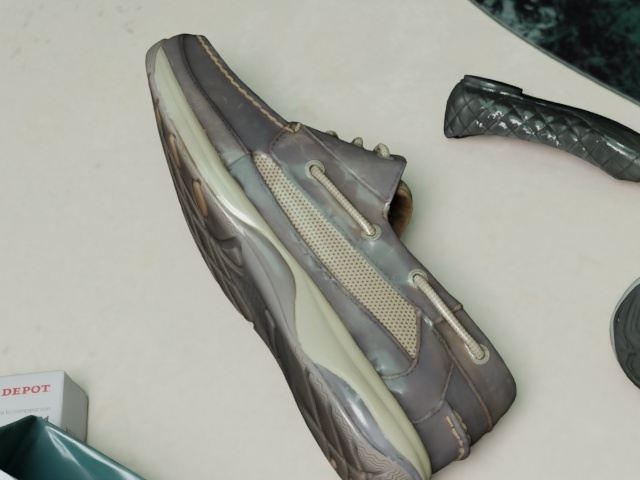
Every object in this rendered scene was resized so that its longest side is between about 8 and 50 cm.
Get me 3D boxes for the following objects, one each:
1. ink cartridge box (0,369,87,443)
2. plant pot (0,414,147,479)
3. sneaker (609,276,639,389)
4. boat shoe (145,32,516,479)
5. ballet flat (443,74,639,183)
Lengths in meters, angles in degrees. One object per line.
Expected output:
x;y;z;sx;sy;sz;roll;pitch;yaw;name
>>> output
-0.202;0.150;0.759;0.088;0.052;0.122;-7;59;8;ink cartridge box
-0.158;0.240;0.619;0.166;0.165;0.234;30;87;1;plant pot
0.356;-0.005;0.706;0.385;0.145;0.147;-23;22;8;sneaker
0.000;0.000;0.773;0.130;0.132;0.355;-26;68;-15;boat shoe
0.167;-0.069;0.818;0.173;0.057;0.049;24;109;23;ballet flat
